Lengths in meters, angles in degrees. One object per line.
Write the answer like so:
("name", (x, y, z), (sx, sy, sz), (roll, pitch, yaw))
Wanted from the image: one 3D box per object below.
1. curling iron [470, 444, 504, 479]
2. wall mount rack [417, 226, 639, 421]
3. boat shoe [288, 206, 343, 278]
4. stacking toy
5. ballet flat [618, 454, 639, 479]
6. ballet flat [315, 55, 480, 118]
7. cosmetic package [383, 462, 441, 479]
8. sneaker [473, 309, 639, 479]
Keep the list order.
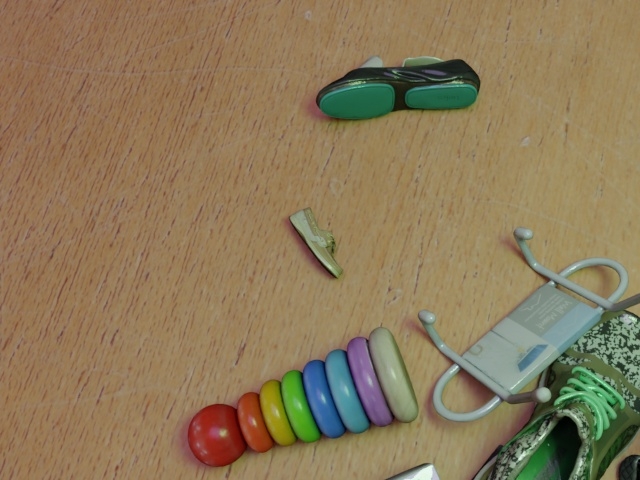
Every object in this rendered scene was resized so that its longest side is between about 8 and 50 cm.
("curling iron", (0.166, 0.385, 1.121), (0.274, 0.035, 0.068), (-43, 68, -11))
("wall mount rack", (0.300, 0.116, 1.108), (0.350, 0.130, 0.304), (-39, 30, -10))
("boat shoe", (0.000, 0.000, 1.302), (0.045, 0.050, 0.135), (-35, 67, -2))
("stacking toy", (-0.033, 0.241, 1.172), (0.330, 0.141, 0.141), (-20, 65, 6))
("ballet flat", (0.439, 0.373, 1.082), (0.057, 0.049, 0.173), (-14, 66, 2))
("ballet flat", (0.129, -0.264, 1.385), (0.280, 0.095, 0.096), (-3, 56, -5))
("cosmetic package", (0.136, 0.418, 1.048), (0.117, 0.085, 0.231), (-23, 77, -6))
("sneaker", (0.341, 0.245, 1.069), (0.158, 0.182, 0.410), (32, 66, 16))
